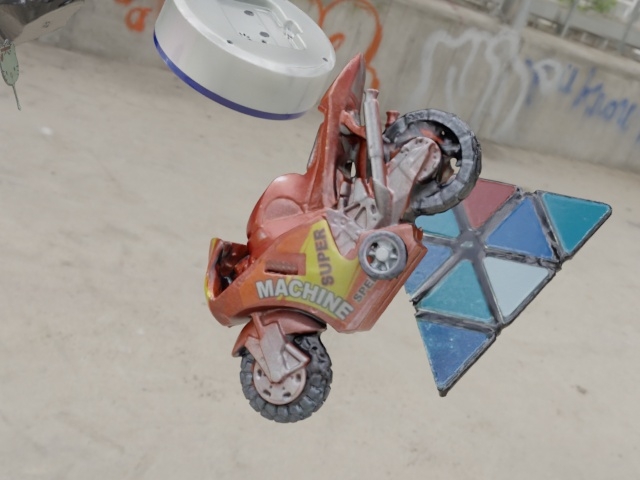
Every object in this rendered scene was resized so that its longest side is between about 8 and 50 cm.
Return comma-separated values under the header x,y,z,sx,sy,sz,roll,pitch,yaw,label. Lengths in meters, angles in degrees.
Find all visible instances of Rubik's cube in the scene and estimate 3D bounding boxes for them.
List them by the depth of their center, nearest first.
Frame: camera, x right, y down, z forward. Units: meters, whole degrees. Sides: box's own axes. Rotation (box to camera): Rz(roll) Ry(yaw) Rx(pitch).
x,y,z,sx,sy,sz,roll,pitch,yaw,label
0.202,0.035,1.000,0.250,0.234,0.284,-20,66,-2,Rubik's cube

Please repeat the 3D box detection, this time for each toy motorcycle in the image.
x,y,z,sx,sy,sz,roll,pitch,yaw,label
0.002,0.001,0.699,0.171,0.298,0.089,36,5,25,toy motorcycle

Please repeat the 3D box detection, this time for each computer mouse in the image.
x,y,z,sx,sy,sz,roll,pitch,yaw,label
-0.426,-0.349,1.250,0.122,0.073,0.217,-29,10,-30,computer mouse

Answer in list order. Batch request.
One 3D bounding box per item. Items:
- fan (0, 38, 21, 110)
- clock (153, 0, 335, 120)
x,y,z,sx,sy,sz,roll,pitch,yaw,label
-0.366,-0.195,0.999,0.004,0.083,0.056,-5,23,3,fan
-0.094,-0.255,1.086,0.230,0.083,0.230,23,36,-18,clock
